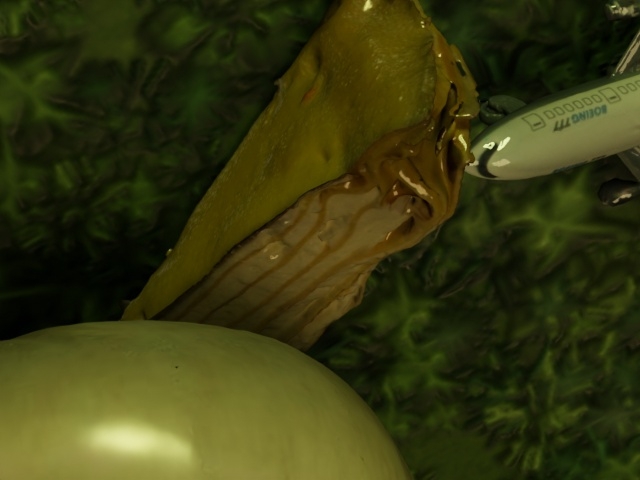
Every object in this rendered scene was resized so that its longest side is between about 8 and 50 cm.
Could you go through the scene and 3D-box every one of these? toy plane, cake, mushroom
[{"bbox_3d":[0.148,-0.060,0.608,0.226,0.058,0.226,-13,121,-16],"label":"toy plane"},{"bbox_3d":[0.003,0.002,0.574,0.079,0.116,0.185,30,102,-31],"label":"cake"},{"bbox_3d":[-0.071,0.140,0.558,0.246,0.202,0.246,-13,141,-10],"label":"mushroom"}]
